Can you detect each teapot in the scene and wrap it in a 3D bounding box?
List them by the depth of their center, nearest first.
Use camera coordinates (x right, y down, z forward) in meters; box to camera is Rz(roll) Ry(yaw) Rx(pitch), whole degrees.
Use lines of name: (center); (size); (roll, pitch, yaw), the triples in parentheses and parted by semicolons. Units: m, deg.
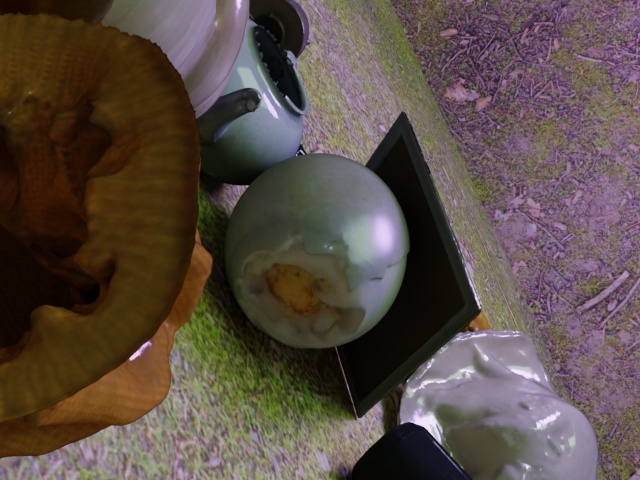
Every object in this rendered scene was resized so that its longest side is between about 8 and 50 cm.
teapot: (-0.089, -0.157, 0.953); (0.193, 0.129, 0.294); (61, 18, -14)

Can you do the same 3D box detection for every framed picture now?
framed picture: (0.071, 0.038, 0.980); (0.019, 0.296, 0.232); (-4, 63, -26)

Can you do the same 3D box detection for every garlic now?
garlic: (-0.141, -0.184, 0.686); (0.281, 0.203, 0.184); (39, 18, -51)

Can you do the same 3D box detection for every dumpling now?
dumpling: (0.217, 0.303, 1.181); (0.316, 0.233, 0.395); (12, 64, -29)

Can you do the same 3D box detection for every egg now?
egg: (0.000, 0.000, 0.896); (0.183, 0.183, 0.217); (57, 29, -22)

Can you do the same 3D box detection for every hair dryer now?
hair dryer: (0.070, 0.254, 0.804); (0.189, 0.107, 0.352); (48, 9, 25)

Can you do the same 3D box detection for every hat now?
hat: (-0.161, 0.036, 0.501); (0.233, 0.244, 0.233); (88, 23, -54)

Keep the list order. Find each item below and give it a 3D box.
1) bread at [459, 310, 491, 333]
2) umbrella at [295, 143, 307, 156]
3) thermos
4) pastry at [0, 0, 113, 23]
bread: (0.180, 0.122, 1.364); (0.236, 0.120, 0.198); (49, 16, -45)
umbrella: (-0.014, -0.050, 1.147); (0.235, 0.059, 0.066); (60, 35, -9)
thermos: (-0.077, -0.311, 1.278); (0.137, 0.105, 0.193); (30, 18, -4)
pastry: (-0.216, -0.200, 0.499); (0.100, 0.219, 0.229); (-109, -154, -62)
